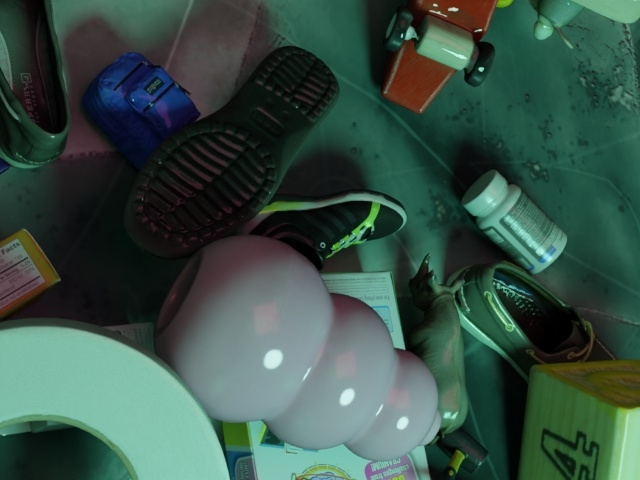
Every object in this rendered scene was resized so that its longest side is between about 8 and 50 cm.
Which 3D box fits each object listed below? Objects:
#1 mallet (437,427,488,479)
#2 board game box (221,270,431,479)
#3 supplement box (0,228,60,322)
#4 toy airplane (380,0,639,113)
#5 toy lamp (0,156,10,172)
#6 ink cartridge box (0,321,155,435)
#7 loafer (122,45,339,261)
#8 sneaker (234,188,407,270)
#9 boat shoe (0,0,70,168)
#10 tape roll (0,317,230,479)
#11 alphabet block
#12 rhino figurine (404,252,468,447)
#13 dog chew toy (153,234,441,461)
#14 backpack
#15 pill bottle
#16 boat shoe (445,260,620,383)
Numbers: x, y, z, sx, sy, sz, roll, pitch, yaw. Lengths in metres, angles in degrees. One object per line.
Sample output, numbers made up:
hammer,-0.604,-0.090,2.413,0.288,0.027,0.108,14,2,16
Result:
mallet,0.168,0.285,1.849,0.062,0.039,0.190,36,19,-2
board game box,-0.001,0.197,1.812,0.242,0.064,0.317,-1,72,-30
supplement box,-0.398,0.078,1.622,0.233,0.078,0.080,-31,89,-34
toy airplane,0.199,-0.404,1.997,0.384,0.272,0.386,-23,103,-2
toy lamp,-0.448,-0.177,1.670,0.080,0.080,0.275,-34,96,-33
ink cartridge box,-0.270,0.154,1.683,0.180,0.060,0.104,-5,79,-31
loafer,-0.105,-0.084,1.796,0.134,0.130,0.366,43,52,3
sneaker,0.000,0.000,1.865,0.234,0.084,0.097,-3,56,-20
boat shoe,-0.347,-0.250,1.735,0.112,0.095,0.335,-10,81,-32
tape roll,-0.285,0.272,1.535,0.392,0.072,0.392,-1,95,-8
alphabet block,0.379,0.271,1.912,0.192,0.193,0.197,0,102,-32
rhino figurine,0.141,0.133,1.901,0.073,0.106,0.243,10,71,-28
dog chew toy,-0.013,0.134,1.666,0.331,0.206,0.207,29,63,-14
backpack,-0.210,-0.163,1.789,0.120,0.101,0.098,45,52,-6
pill bottle,0.258,-0.026,2.032,0.137,0.078,0.078,44,59,-12
boat shoe,0.304,0.131,2.005,0.305,0.091,0.109,36,61,-17
